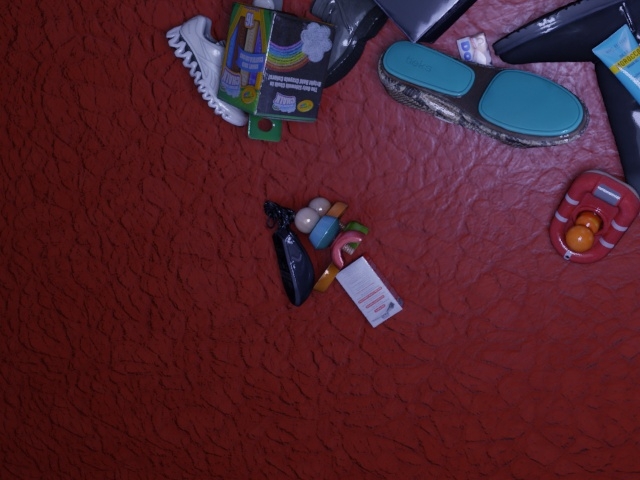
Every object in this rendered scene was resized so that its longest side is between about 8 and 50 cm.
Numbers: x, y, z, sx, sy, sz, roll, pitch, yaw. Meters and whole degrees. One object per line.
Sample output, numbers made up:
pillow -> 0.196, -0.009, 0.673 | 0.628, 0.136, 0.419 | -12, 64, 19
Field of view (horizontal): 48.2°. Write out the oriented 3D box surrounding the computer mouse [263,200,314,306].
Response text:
computer mouse -> -0.063, 0.032, 1.792 | 0.072, 0.188, 0.272 | -16, 105, -18

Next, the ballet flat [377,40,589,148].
ballet flat -> 0.347, -0.298, 1.550 | 0.483, 0.182, 0.164 | 26, 76, 26

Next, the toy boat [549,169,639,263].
toy boat -> 0.580, -0.030, 1.558 | 0.151, 0.151, 0.231 | 32, 145, 17

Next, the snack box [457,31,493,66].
snack box -> 0.364, -0.377, 1.626 | 0.064, 0.022, 0.178 | -14, 101, 19

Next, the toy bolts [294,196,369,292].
toy bolts -> 0.000, 0.000, 1.694 | 0.158, 0.228, 0.218 | 36, 92, 3

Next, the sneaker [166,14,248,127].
sneaker -> -0.253, -0.412, 1.743 | 0.118, 0.110, 0.292 | -32, 95, 11

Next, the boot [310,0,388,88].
boot -> 0.033, -0.490, 1.668 | 0.161, 0.083, 0.246 | 46, 111, 13

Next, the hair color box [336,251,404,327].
hair color box -> 0.125, 0.124, 1.804 | 0.093, 0.053, 0.167 | -36, 92, 19

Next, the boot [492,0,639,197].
boot -> 0.618, -0.297, 1.528 | 0.367, 0.146, 0.445 | -20, 103, 21

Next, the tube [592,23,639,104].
tube -> 0.635, -0.322, 1.421 | 0.080, 0.052, 0.207 | -37, 90, 3

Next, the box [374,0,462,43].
box -> 0.162, -0.589, 1.471 | 0.179, 0.312, 0.343 | -42, 91, 20

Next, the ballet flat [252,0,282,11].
ballet flat -> -0.140, -0.516, 1.699 | 0.072, 0.068, 0.213 | 19, 108, 11

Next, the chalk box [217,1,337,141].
chalk box -> -0.110, -0.375, 1.637 | 0.179, 0.180, 0.288 | 34, 116, 46
